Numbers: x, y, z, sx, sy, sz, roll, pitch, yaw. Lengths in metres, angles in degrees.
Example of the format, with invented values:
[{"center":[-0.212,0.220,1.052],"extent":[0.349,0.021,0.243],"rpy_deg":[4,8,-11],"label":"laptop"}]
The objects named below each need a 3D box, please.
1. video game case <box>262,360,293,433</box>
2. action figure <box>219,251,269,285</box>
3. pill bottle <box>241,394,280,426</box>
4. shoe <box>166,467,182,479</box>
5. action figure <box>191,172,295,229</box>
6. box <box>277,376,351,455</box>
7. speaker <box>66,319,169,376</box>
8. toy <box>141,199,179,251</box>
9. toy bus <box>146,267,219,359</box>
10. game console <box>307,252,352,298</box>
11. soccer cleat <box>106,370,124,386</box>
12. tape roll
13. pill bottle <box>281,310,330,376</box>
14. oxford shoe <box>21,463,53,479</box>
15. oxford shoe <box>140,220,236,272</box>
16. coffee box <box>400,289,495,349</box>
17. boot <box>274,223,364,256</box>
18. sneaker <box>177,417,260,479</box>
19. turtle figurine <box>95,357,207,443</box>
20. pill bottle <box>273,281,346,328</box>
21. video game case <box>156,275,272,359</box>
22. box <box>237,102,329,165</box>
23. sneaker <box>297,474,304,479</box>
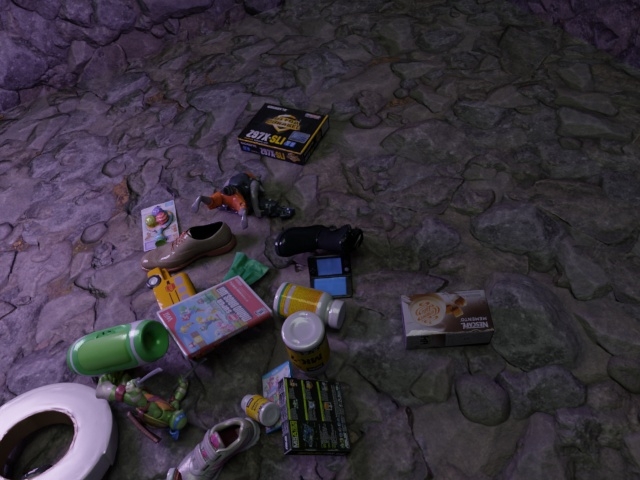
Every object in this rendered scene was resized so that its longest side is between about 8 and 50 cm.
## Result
[{"center":[-0.117,0.439,1.311],"extent":[0.119,0.015,0.166],"rpy_deg":[-37,44,29],"label":"video game case"},{"center":[-0.290,0.155,1.570],"extent":[0.137,0.064,0.232],"rpy_deg":[22,55,21],"label":"action figure"},{"center":[-0.169,0.464,1.290],"extent":[0.116,0.065,0.065],"rpy_deg":[1,45,49],"label":"pill bottle"},{"center":[-0.331,0.648,1.155],"extent":[0.081,0.063,0.178],"rpy_deg":[-4,93,1],"label":"shoe"},{"center":[-0.267,-0.163,1.722],"extent":[0.340,0.179,0.330],"rpy_deg":[6,28,8],"label":"action figure"},{"center":[-0.018,0.465,1.238],"extent":[0.184,0.045,0.191],"rpy_deg":[13,46,-27],"label":"box"},{"center":[-0.589,0.314,1.355],"extent":[0.296,0.131,0.131],"rpy_deg":[-17,49,22],"label":"speaker"},{"center":[-0.628,-0.074,1.805],"extent":[0.136,0.056,0.237],"rpy_deg":[-18,52,-7],"label":"toy"},{"center":[-0.452,0.221,1.516],"extent":[0.130,0.108,0.333],"rpy_deg":[-27,53,-13],"label":"toy bus"},{"center":[0.031,0.118,1.539],"extent":[0.143,0.124,0.085],"rpy_deg":[-5,25,5],"label":"game console"},{"center":[-0.633,0.371,1.463],"extent":[0.072,0.060,0.179],"rpy_deg":[-4,52,19],"label":"soccer cleat"},{"center":[-0.753,0.564,1.258],"extent":[0.391,0.072,0.392],"rpy_deg":[-1,37,1],"label":"tape roll"},{"center":[-0.035,0.299,1.326],"extent":[0.119,0.209,0.119],"rpy_deg":[-5,51,6],"label":"pill bottle"},{"center":[-0.804,0.699,1.219],"extent":[0.227,0.083,0.096],"rpy_deg":[-35,57,-17],"label":"oxford shoe"},{"center":[-0.486,0.009,1.670],"extent":[0.347,0.130,0.123],"rpy_deg":[-21,52,-8],"label":"oxford shoe"},{"center":[0.368,0.235,1.382],"extent":[0.246,0.098,0.141],"rpy_deg":[-4,52,6],"label":"coffee box"},{"center":[0.000,0.000,1.541],"extent":[0.207,0.094,0.246],"rpy_deg":[5,16,44],"label":"boot"},{"center":[-0.282,0.550,1.233],"extent":[0.252,0.111,0.103],"rpy_deg":[-38,56,-19],"label":"sneaker"},{"center":[-0.477,0.407,1.327],"extent":[0.266,0.275,0.198],"rpy_deg":[8,20,20],"label":"turtle figurine"},{"center":[-0.031,0.207,1.455],"extent":[0.208,0.118,0.118],"rpy_deg":[12,55,17],"label":"pill bottle"},{"center":[-0.318,0.222,1.412],"extent":[0.285,0.025,0.204],"rpy_deg":[-25,46,-31],"label":"video game case"},{"center":[-0.159,-0.466,2.022],"extent":[0.321,0.079,0.257],"rpy_deg":[18,59,21],"label":"box"},{"center":[-0.020,0.651,1.124],"extent":[0.234,0.094,0.153],"rpy_deg":[-7,60,17],"label":"sneaker"}]
